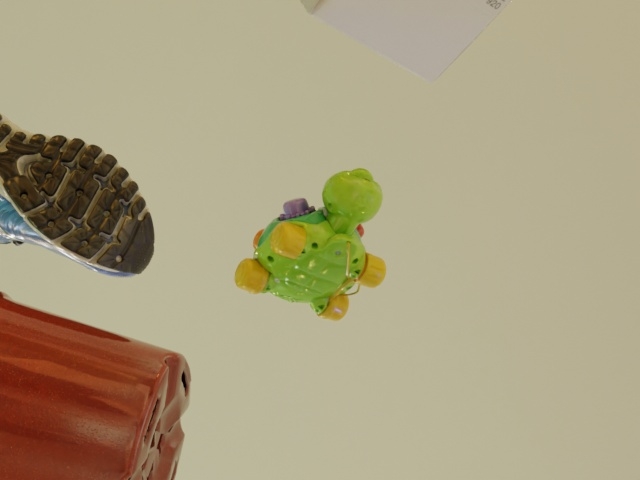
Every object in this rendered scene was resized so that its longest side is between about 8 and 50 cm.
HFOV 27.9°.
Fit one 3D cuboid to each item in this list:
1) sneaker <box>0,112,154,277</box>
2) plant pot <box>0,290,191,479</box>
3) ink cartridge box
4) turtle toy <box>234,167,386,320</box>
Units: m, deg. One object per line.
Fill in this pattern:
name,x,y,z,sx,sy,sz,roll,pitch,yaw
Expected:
sneaker,-0.329,-0.053,1.489,0.330,0.130,0.147,31,-27,13
plant pot,-0.282,0.182,1.284,0.265,0.272,0.272,11,-82,8
ink cartridge box,0.053,-0.289,1.115,0.168,0.171,0.232,-47,-132,22
turtle toy,0.000,0.000,0.950,0.130,0.095,0.066,-45,-145,39
